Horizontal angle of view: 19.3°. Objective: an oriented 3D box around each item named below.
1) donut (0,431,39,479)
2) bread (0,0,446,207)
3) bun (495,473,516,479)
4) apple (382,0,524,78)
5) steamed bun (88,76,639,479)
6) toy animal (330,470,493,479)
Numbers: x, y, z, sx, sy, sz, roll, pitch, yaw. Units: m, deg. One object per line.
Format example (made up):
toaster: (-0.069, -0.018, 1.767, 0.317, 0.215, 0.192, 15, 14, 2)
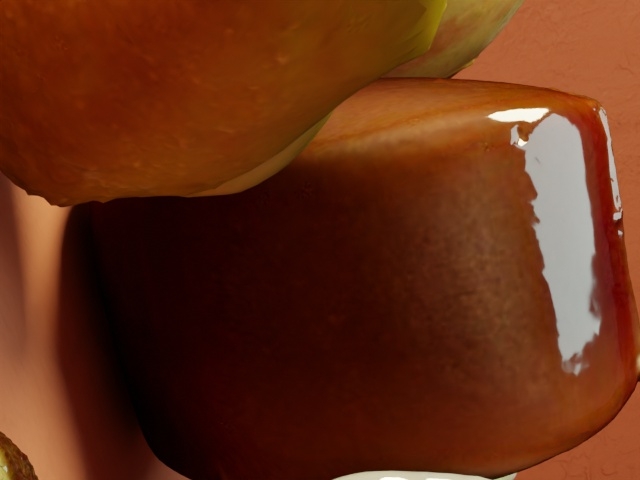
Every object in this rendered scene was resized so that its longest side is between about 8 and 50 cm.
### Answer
donut: (-0.119, 0.142, 0.606, 0.166, 0.073, 0.184, 45, 29, -75)
bread: (-0.066, -0.214, 0.849, 0.361, 0.250, 0.394, -41, -130, 47)
bun: (0.031, 0.123, 1.522, 0.179, 0.283, 0.283, -55, -145, 44)
apple: (0.005, -0.291, 1.314, 0.391, 0.346, 0.391, 39, -7, 6)
steamed bun: (-0.004, 0.026, 1.115, 0.379, 0.248, 0.235, 7, -71, 63)
toy animal: (0.013, 0.283, 1.029, 0.368, 0.241, 0.196, 91, 3, -51)
